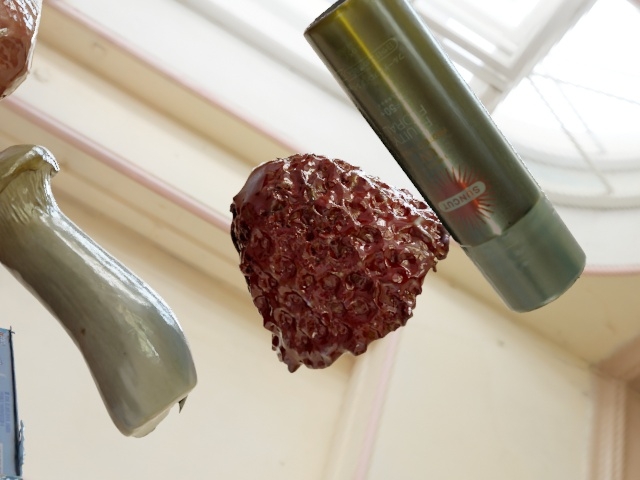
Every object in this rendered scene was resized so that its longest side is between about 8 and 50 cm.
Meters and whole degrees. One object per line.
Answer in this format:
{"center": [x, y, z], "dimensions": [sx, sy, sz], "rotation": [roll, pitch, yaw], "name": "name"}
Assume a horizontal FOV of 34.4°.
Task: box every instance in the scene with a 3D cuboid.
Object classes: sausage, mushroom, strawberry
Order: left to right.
{"center": [-0.319, -0.195, 0.923], "dimensions": [0.148, 0.148, 0.254], "rotation": [-58, -155, 9], "name": "sausage"}
{"center": [-0.245, 0.058, 1.059], "dimensions": [0.159, 0.328, 0.122], "rotation": [-31, -175, 45], "name": "mushroom"}
{"center": [0.000, 0.000, 1.022], "dimensions": [0.234, 0.178, 0.234], "rotation": [-34, -152, 21], "name": "strawberry"}

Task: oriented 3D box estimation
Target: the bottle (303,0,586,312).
{"center": [0.102, -0.072, 0.814], "dimensions": [0.082, 0.286, 0.082], "rotation": [-36, -167, 10], "name": "bottle"}

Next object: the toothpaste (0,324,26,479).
{"center": [-0.232, 0.121, 0.683], "dimensions": [0.272, 0.053, 0.066], "rotation": [-143, -112, -67], "name": "toothpaste"}
